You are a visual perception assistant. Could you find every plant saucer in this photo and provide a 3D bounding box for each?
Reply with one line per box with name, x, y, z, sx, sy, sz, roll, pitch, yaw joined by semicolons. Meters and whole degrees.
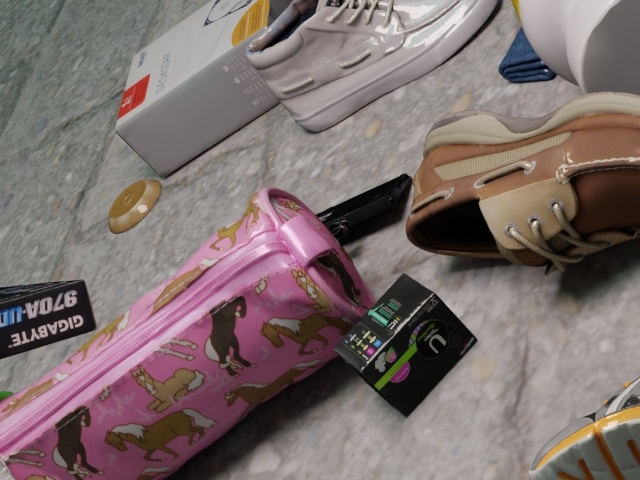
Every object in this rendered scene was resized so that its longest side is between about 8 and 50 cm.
plant saucer;-0.226;-0.045;1.641;0.083;0.015;0.083;-32;31;22

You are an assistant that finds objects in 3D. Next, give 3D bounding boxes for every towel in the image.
towel;0.212;-0.199;1.273;0.067;0.029;0.119;-1;50;52

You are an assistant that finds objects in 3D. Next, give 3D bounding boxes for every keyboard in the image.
keyboard;0.000;0.000;1.294;0.192;0.038;0.100;-25;11;33

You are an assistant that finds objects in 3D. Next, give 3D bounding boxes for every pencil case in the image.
pencil case;-0.133;0.114;1.160;0.386;0.160;0.167;-36;15;11

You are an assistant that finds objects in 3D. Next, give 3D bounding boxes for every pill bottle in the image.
pill bottle;0.238;-0.240;1.118;0.188;0.188;0.334;-33;36;19

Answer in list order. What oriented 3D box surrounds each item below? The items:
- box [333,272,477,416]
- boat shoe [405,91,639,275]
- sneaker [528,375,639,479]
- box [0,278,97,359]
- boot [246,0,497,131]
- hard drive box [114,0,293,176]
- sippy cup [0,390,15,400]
box;0.065;0.080;1.061;0.083;0.062;0.052;-47;30;-5
boat shoe;0.180;-0.028;1.017;0.324;0.123;0.116;-2;57;59
sneaker;0.224;0.099;0.827;0.215;0.084;0.083;-28;29;10
box;-0.335;0.086;1.208;0.220;0.051;0.175;-17;6;-39
boot;0.047;-0.220;1.412;0.258;0.123;0.095;-32;31;20
hard drive box;-0.122;-0.207;1.647;0.232;0.089;0.181;-32;31;22
sippy cup;-0.440;0.250;1.335;0.224;0.305;0.240;-9;71;62
